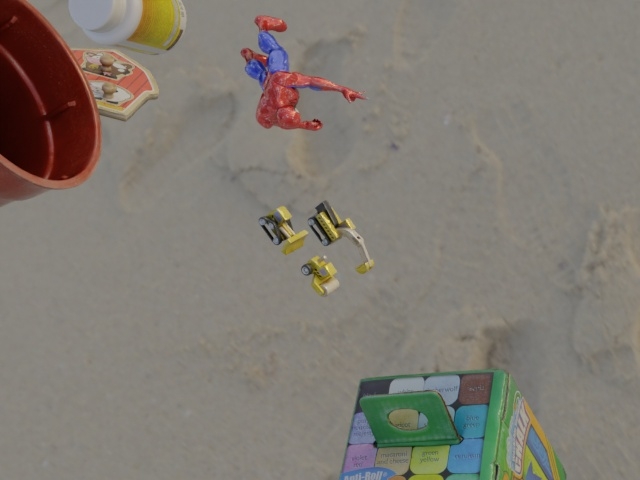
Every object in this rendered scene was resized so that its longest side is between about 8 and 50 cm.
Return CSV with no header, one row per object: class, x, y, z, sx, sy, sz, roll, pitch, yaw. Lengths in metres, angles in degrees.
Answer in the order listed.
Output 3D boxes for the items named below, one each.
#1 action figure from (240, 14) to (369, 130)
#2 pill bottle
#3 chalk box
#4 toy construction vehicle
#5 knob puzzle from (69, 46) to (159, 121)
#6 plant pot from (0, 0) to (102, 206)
action figure,-0.027,-0.207,1.666,0.280,0.139,0.091,-101,32,-60
pill bottle,-0.315,-0.369,2.016,0.117,0.215,0.117,1,92,22
chalk box,0.134,0.258,1.331,0.180,0.289,0.179,-8,49,27
toy construction vehicle,0.000,0.000,1.197,0.035,0.086,0.098,-41,80,39
knob puzzle,-0.303,-0.225,1.636,0.213,0.030,0.213,9,29,-5
plant pot,-0.446,-0.128,1.458,0.265,0.272,0.272,-27,46,25
